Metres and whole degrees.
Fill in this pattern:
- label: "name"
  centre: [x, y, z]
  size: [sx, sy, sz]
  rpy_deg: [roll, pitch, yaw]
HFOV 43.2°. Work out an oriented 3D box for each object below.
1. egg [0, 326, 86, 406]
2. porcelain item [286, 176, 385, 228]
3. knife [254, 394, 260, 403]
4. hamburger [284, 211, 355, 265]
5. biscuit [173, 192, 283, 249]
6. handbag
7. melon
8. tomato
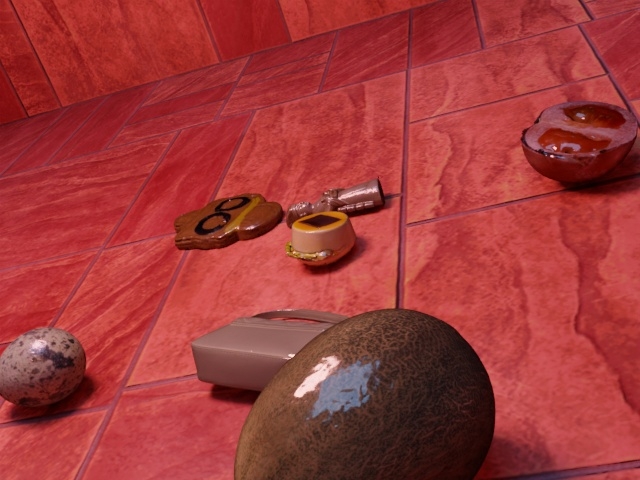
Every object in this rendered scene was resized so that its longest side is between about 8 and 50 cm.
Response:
- label: "egg"
  centre: [-0.487, 0.222, 1.397]
  size: [0.172, 0.132, 0.132]
  rpy_deg: [-26, 25, 14]
- label: "porcelain item"
  centre: [0.026, -0.077, 1.696]
  size: [0.213, 0.054, 0.084]
  rpy_deg: [-14, 26, 12]
- label: "knife"
  centre: [0.003, 0.254, 1.142]
  size: [0.230, 0.028, 0.060]
  rpy_deg: [-1, 45, 27]
- label: "hamburger"
  centre: [0.000, 0.000, 1.542]
  size: [0.126, 0.081, 0.141]
  rpy_deg: [6, 24, 36]
- label: "biscuit"
  centre: [-0.218, -0.051, 1.822]
  size: [0.290, 0.041, 0.208]
  rpy_deg: [-2, 31, 30]
- label: "handbag"
  centre: [-0.058, 0.165, 1.294]
  size: [0.256, 0.079, 0.219]
  rpy_deg: [2, 19, 35]
- label: "melon"
  centre: [0.051, 0.219, 0.925]
  size: [0.329, 0.248, 0.248]
  rpy_deg: [-37, 31, -22]
- label: "tomato"
  centre: [0.485, -0.167, 1.499]
  size: [0.199, 0.112, 0.228]
  rpy_deg: [16, 42, 38]
